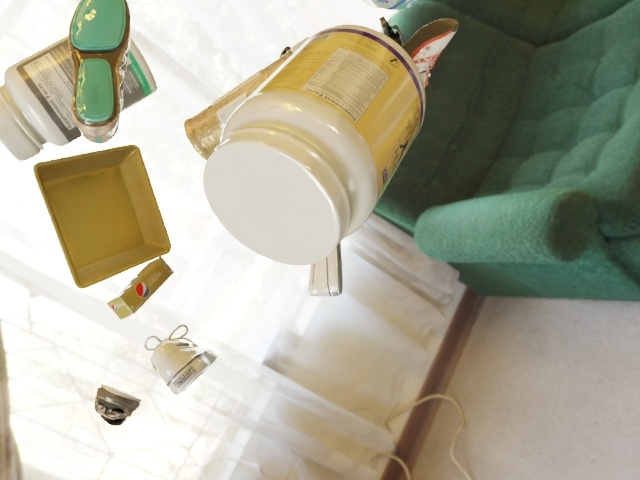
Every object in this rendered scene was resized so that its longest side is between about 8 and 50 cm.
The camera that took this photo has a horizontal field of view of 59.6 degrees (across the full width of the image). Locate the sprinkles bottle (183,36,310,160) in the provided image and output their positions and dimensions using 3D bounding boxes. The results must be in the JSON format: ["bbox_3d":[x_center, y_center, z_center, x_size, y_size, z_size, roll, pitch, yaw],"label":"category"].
[{"bbox_3d":[-0.141,-0.317,1.283,0.355,0.121,0.121,-30,24,14],"label":"sprinkles bottle"}]

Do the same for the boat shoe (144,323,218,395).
[{"bbox_3d":[-0.360,0.287,1.384,0.136,0.156,0.367,-44,-3,-9],"label":"boat shoe"}]

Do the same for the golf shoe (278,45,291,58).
[{"bbox_3d":[-0.133,-0.578,1.892,0.094,0.077,0.198,-22,40,39],"label":"golf shoe"}]

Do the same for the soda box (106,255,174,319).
[{"bbox_3d":[-0.453,0.118,1.418,0.061,0.058,0.181,-23,21,33],"label":"soda box"}]

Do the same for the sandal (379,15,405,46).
[{"bbox_3d":[0.275,-0.725,2.000,0.054,0.254,0.097,-22,69,24],"label":"sandal"}]

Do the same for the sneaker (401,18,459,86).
[{"bbox_3d":[0.329,-0.573,1.760,0.270,0.145,0.090,-39,50,-13],"label":"sneaker"}]

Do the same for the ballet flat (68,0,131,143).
[{"bbox_3d":[-0.406,-0.318,1.028,0.106,0.107,0.316,119,153,-65],"label":"ballet flat"}]

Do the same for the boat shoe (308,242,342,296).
[{"bbox_3d":[0.000,0.000,1.262,0.095,0.084,0.258,59,-153,-65],"label":"boat shoe"}]

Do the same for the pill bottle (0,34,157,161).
[{"bbox_3d":[-0.587,-0.349,1.301,0.361,0.204,0.204,-35,11,-13],"label":"pill bottle"}]

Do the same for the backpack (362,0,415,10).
[{"bbox_3d":[0.206,-0.766,1.408,0.355,0.290,0.273,-49,-23,1],"label":"backpack"}]

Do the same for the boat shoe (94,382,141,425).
[{"bbox_3d":[-0.553,0.456,1.515,0.335,0.112,0.095,126,168,-67],"label":"boat shoe"}]

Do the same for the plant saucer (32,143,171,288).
[{"bbox_3d":[-0.597,-0.072,1.529,0.081,0.333,0.333,-10,11,35],"label":"plant saucer"}]

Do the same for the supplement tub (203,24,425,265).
[{"bbox_3d":[0.001,-0.148,0.835,0.241,0.241,0.331,-40,13,49],"label":"supplement tub"}]
